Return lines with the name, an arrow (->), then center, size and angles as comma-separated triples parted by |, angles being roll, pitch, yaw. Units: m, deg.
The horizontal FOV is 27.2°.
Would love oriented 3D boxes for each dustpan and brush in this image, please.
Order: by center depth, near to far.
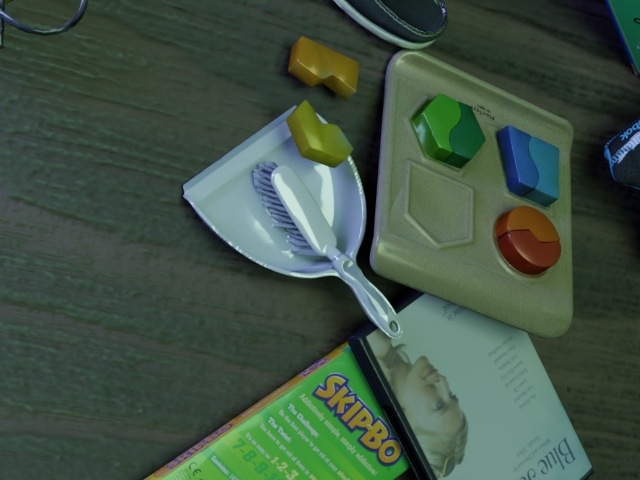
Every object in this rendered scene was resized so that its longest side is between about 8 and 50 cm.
dustpan and brush -> 0.000, 0.000, 1.138 | 0.147, 0.060, 0.211 | -38, 100, -23

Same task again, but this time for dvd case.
dvd case -> 0.143, 0.154, 1.205 | 0.180, 0.022, 0.253 | -34, 102, -36

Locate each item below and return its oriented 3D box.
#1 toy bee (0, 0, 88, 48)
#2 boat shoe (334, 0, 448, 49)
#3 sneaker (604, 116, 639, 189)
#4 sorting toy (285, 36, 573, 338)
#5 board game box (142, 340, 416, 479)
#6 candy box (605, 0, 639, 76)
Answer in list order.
toy bee -> -0.289, -0.230, 0.991 | 0.195, 0.162, 0.298 | -5, 64, -17
boat shoe -> 0.035, -0.266, 1.164 | 0.084, 0.079, 0.233 | -46, 105, -25
sneaker -> 0.403, -0.006, 1.319 | 0.140, 0.125, 0.341 | -28, 115, 15
sorting toy -> 0.107, -0.062, 1.175 | 0.307, 0.041, 0.229 | 21, 59, -23
board game box -> -0.023, 0.193, 1.137 | 0.259, 0.039, 0.124 | -32, 101, -22
candy box -> 0.355, -0.341, 1.224 | 0.268, 0.122, 0.317 | -61, 140, -17
